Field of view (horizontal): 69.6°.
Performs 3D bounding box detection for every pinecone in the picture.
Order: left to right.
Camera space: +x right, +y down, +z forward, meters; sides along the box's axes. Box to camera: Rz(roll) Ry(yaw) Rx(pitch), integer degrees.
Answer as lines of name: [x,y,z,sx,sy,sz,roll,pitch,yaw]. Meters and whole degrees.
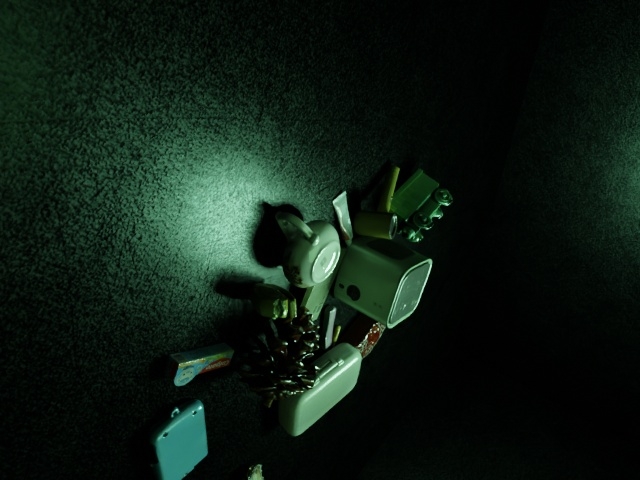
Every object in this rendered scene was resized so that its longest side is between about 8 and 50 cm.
pinecone: [-0.112,0.329,1.339,0.244,0.244,0.308,43,57,-59]

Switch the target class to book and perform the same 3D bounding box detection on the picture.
book: [0.003,0.152,1.543,0.282,0.025,0.215,-67,162,7]

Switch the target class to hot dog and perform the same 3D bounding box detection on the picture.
hot dog: [0.048,0.402,1.837,0.044,0.028,0.136,-52,163,-75]

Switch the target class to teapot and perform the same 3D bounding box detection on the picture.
teapot: [-0.036,0.027,1.316,0.204,0.140,0.298,-46,148,-25]

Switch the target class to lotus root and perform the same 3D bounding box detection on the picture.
lotus root: [-0.277,0.954,1.725,0.167,0.078,0.329,-60,158,-56]

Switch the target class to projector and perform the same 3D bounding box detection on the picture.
projector: [0.228,0.139,1.693,0.248,0.249,0.248,-18,127,-50]

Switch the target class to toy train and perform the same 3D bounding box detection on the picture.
toy train: [0.362,-0.132,1.741,0.301,0.202,0.120,-43,163,-31]

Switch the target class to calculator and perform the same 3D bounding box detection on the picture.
calculator: [-0.389,0.560,1.262,0.173,0.051,0.292,-30,135,-42]

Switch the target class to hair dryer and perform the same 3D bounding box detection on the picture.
hair dryer: [0.214,-0.140,1.611,0.090,0.135,0.278,51,52,-57]

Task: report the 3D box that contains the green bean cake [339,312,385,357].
green bean cake: [0.197,0.388,1.988,0.232,0.097,0.198,-54,148,-15]

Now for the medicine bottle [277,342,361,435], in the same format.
medicine bottle: [-0.001,0.567,1.776,0.375,0.123,0.282,-28,141,-36]

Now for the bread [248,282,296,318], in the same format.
bread: [-0.130,0.170,1.263,0.118,0.156,0.064,9,102,-22]

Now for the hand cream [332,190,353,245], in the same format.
hand cream: [0.077,-0.064,1.523,0.052,0.038,0.216,-70,154,-42]

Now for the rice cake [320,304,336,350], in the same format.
rice cake: [0.029,0.333,1.747,0.047,0.036,0.206,-20,130,-37]

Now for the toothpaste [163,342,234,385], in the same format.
toothpaste: [-0.315,0.322,1.201,0.193,0.044,0.070,3,112,-57]
